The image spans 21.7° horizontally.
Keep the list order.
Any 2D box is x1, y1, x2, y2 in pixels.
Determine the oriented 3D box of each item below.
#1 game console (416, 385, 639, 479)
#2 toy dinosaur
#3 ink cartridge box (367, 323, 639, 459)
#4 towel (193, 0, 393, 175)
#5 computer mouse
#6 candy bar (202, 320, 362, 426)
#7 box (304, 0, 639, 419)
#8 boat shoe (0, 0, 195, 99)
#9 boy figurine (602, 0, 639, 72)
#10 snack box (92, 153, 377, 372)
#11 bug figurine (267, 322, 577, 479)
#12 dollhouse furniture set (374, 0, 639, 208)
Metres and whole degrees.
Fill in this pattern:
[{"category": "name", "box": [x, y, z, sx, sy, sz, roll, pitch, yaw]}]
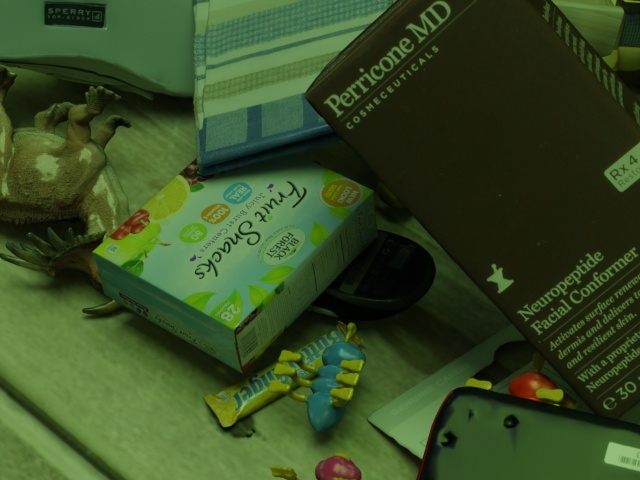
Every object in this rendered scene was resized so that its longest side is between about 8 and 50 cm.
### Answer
[{"category": "game console", "box": [0.229, 0.305, 1.232, 0.387, 0.060, 0.342, 12, 67, 17]}, {"category": "toy dinosaur", "box": [-0.280, -0.053, 1.643, 0.296, 0.127, 0.200, 16, 79, 32]}, {"category": "ink cartridge box", "box": [0.276, 0.197, 1.464, 0.308, 0.091, 0.385, -30, 38, -23]}, {"category": "towel", "box": [-0.026, -0.183, 1.631, 0.209, 0.034, 0.285, -15, 43, 10]}, {"category": "computer mouse", "box": [0.000, 0.000, 1.635, 0.262, 0.060, 0.184, 10, 48, 19]}, {"category": "candy bar", "box": [-0.033, 0.123, 1.547, 0.161, 0.018, 0.040, -28, 54, -22]}, {"category": "box", "box": [0.188, -0.055, 1.390, 0.381, 0.191, 0.143, 47, 18, -5]}, {"category": "boat shoe", "box": [-0.248, -0.220, 1.773, 0.367, 0.135, 0.156, 1, 4, -28]}, {"category": "boy figurine", "box": [0.343, -0.234, 1.819, 0.177, 0.092, 0.285, 32, 56, 25]}, {"category": "snack box", "box": [-0.076, 0.003, 1.550, 0.174, 0.070, 0.207, 28, 56, 28]}, {"category": "bug figurine", "box": [0.073, 0.178, 1.422, 0.279, 0.072, 0.216, 8, 61, 33]}, {"category": "dollhouse furniture set", "box": [0.210, -0.135, 1.608, 0.286, 0.303, 0.198, 4, 35, -10]}]
